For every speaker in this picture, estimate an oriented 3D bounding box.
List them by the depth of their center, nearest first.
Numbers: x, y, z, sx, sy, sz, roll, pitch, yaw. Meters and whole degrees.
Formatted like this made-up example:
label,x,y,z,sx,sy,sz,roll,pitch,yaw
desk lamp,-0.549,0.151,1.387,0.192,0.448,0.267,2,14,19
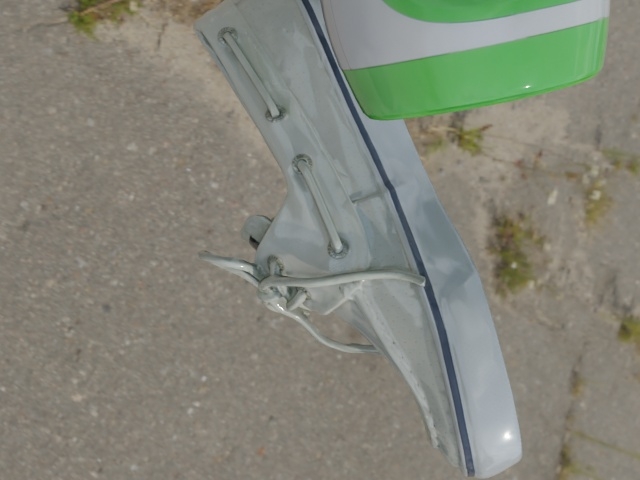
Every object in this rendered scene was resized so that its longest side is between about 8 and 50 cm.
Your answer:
label,x,y,z,sx,sy,sz,roll,pitch,yaw
speaker,0.043,-0.207,0.415,0.131,0.131,0.297,-21,105,-39

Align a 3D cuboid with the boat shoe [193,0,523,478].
label,x,y,z,sx,sy,sz,roll,pitch,yaw
boat shoe,-0.001,-0.003,0.657,0.156,0.136,0.367,-21,81,-3
